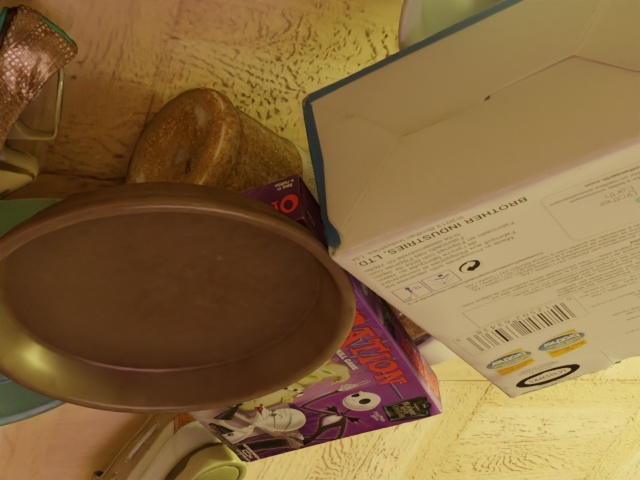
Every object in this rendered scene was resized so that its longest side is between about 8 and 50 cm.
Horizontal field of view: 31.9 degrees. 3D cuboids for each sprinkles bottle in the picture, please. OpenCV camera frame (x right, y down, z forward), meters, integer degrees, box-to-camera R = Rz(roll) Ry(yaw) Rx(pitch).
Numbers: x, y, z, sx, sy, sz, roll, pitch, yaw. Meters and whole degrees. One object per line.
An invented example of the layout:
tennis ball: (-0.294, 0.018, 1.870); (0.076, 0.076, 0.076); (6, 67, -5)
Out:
sprinkles bottle: (0.000, 0.000, 0.974); (0.121, 0.121, 0.355); (-42, 133, 20)

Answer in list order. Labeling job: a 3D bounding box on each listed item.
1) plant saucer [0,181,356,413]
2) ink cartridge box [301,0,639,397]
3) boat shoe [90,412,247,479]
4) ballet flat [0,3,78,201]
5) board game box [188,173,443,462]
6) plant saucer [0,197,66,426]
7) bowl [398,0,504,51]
plant saucer: (-0.113, 0.045, 0.808); (0.278, 0.041, 0.278); (-3, 144, -2)
ink cartridge box: (0.203, -0.014, 0.868); (0.270, 0.151, 0.395); (-22, 145, 23)
boat shoe: (-0.193, 0.285, 1.187); (0.113, 0.103, 0.302); (14, 125, -49)
ballet flat: (-0.235, -0.076, 0.833); (0.067, 0.073, 0.206); (21, 124, -16)
board game box: (-0.044, 0.085, 0.944); (0.208, 0.056, 0.347); (-21, 142, 13)
plant saucer: (-0.275, 0.081, 0.947); (0.317, 0.044, 0.317); (-19, 150, -12)
bowl: (0.194, -0.211, 0.814); (0.298, 0.134, 0.298); (-5, 149, -3)
